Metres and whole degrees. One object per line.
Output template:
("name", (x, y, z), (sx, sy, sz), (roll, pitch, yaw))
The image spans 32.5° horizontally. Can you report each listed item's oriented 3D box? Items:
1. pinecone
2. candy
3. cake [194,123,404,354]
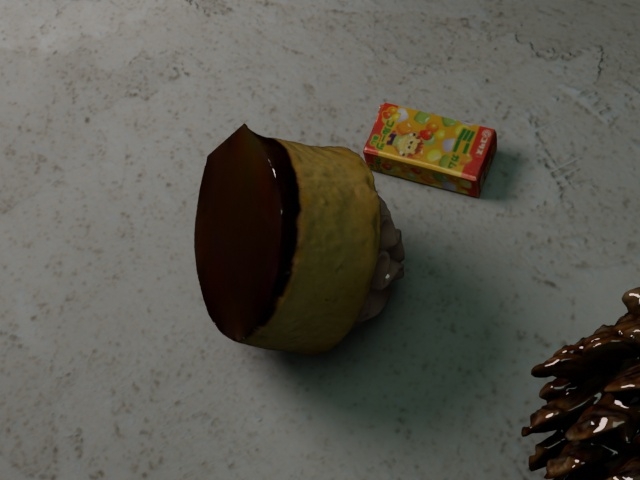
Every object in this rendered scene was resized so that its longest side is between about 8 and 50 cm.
("pinecone", (0.269, 0.165, 0.831), (0.224, 0.224, 0.272), (-4, 74, 8))
("candy", (0.109, -0.090, 1.093), (0.122, 0.038, 0.062), (16, 66, 17))
("cake", (0.000, 0.000, 0.989), (0.178, 0.207, 0.185), (-2, 15, -28))
